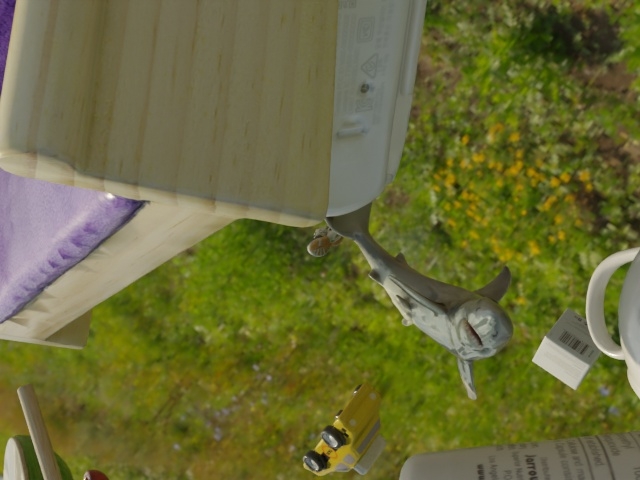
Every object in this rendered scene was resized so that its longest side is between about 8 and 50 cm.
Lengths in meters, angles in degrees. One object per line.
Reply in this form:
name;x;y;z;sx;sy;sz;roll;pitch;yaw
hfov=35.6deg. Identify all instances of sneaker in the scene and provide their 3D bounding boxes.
sneaker;0.000;0.000;1.528;0.037;0.083;0.032;22;118;29

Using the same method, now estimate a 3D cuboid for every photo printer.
photo printer;-0.049;-0.197;0.716;0.307;0.107;0.256;45;138;46

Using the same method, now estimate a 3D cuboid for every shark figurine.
shark figurine;0.122;0.038;0.981;0.278;0.116;0.166;42;163;46

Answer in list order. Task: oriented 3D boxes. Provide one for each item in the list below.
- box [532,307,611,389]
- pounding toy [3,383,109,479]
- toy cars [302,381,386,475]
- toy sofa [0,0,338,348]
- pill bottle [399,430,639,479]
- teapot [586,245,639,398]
box;0.481;0.207;1.908;0.101;0.102;0.087;34;140;19
pounding toy;-0.262;0.277;1.050;0.183;0.110;0.237;68;148;34
toy cars;-0.012;0.374;1.474;0.087;0.393;0.176;38;-168;8
toy sofa;-0.147;-0.051;0.479;0.177;0.150;0.362;11;162;-26
pill bottle;0.153;0.145;0.419;0.229;0.131;0.131;-7;145;8
teapot;0.368;0.108;0.902;0.252;0.256;0.187;25;115;8
